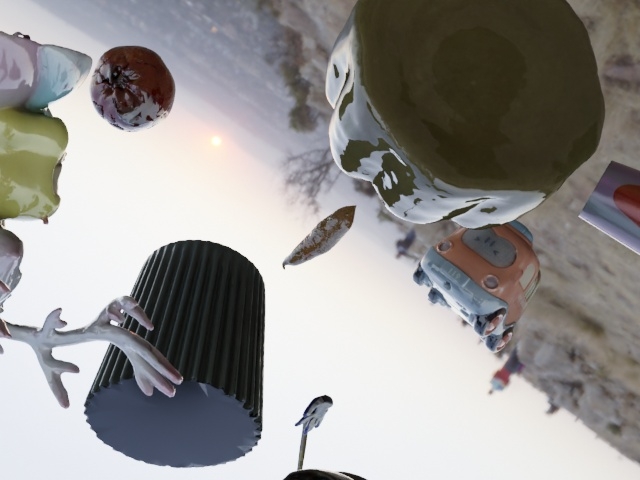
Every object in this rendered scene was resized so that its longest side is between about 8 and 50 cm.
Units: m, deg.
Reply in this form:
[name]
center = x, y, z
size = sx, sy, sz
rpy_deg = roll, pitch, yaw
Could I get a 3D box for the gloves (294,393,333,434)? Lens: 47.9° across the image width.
[gloves]
center = -0.013, 0.335, 1.388
size = 0.064, 0.086, 0.026
rpy_deg = 19, -164, -45

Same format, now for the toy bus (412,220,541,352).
[toy bus]
center = 0.340, 0.074, 1.451
size = 0.194, 0.232, 0.287
rpy_deg = 44, 178, 32

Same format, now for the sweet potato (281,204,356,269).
[sweet potato]
center = 0.000, 0.000, 1.399
size = 0.068, 0.206, 0.060
rpy_deg = 21, -141, -56

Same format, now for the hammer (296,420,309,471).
[hammer]
center = -0.048, 0.526, 1.757
size = 0.062, 0.182, 0.017
rpy_deg = 6, 177, 9

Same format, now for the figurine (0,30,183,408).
[figurine]
center = -0.265, -0.011, 0.588
size = 0.284, 0.315, 0.206
rpy_deg = 12, -170, 37

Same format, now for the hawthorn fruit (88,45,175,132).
[hawthorn fruit]
center = -0.316, -0.256, 1.241
size = 0.148, 0.148, 0.172
rpy_deg = 33, -178, 9

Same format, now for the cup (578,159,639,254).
[cup]
center = 0.683, -0.038, 1.440
size = 0.288, 0.203, 0.203
rpy_deg = 30, -176, 17

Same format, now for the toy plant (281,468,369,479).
[toy plant]
center = 0.028, 0.378, 0.843
size = 0.235, 0.175, 0.218
rpy_deg = 58, -169, -43

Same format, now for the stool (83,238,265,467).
[stool]
center = -0.239, 0.195, 1.309
size = 0.297, 0.297, 0.330
rpy_deg = 30, -142, -25

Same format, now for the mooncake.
[mooncake]
center = 0.187, -0.195, 0.998
size = 0.378, 0.378, 0.201
rpy_deg = 32, 159, -5
